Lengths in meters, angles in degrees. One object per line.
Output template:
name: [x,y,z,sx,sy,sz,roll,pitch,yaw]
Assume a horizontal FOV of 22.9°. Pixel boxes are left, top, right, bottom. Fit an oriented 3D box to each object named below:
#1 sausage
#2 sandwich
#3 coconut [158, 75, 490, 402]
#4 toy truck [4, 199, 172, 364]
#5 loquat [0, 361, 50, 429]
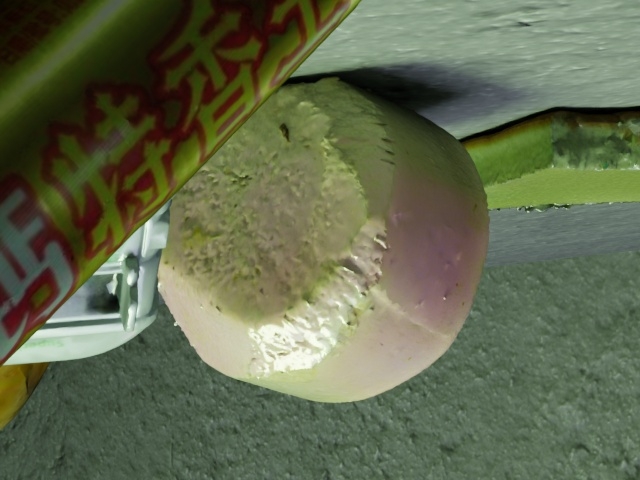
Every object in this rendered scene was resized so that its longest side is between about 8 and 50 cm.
sausage: [-0.066,-0.033,0.424,0.371,0.082,0.082,-47,-166,-23]
sandwich: [0.189,-0.069,1.334,0.245,0.063,0.212,-5,171,9]
coconut: [0.000,0.000,1.147,0.233,0.233,0.245,-6,167,25]
toy truck: [-0.253,-0.015,0.754,0.367,0.146,0.175,-5,136,-9]
loquat: [-0.301,0.024,1.080,0.263,0.263,0.263,-4,175,0]
